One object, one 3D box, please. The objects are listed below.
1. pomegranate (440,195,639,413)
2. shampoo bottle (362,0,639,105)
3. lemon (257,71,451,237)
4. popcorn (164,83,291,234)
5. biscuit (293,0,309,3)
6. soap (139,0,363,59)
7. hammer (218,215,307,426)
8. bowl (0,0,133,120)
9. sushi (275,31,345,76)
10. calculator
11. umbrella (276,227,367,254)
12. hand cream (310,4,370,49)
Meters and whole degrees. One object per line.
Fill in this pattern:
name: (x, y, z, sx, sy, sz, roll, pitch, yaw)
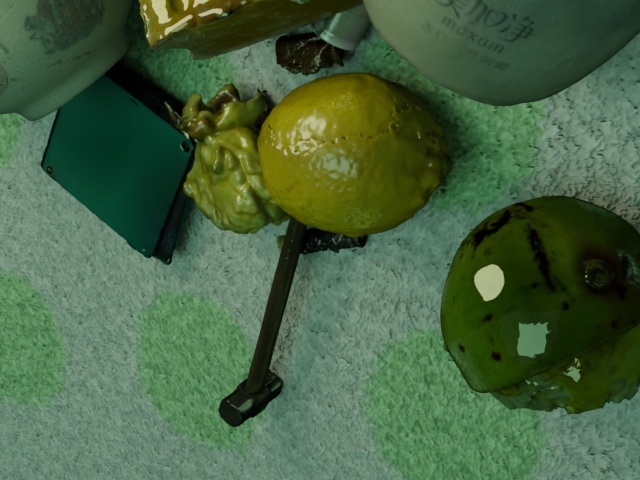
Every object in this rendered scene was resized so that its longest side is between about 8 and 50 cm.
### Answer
pomegranate: (0.250, 0.081, 1.294, 0.260, 0.260, 0.340, 64, 152, -2)
shampoo bottle: (0.201, -0.314, 1.120, 0.322, 0.322, 0.317, 43, 135, 13)
lemon: (0.039, -0.106, 1.381, 0.260, 0.204, 0.204, 8, 112, 25)
popcorn: (-0.113, -0.107, 1.504, 0.168, 0.173, 0.195, -127, 29, -63)
biscuit: (-0.041, -0.366, 1.201, 0.121, 0.040, 0.199, 18, 97, 15)
soap: (-0.094, -0.415, 1.321, 0.293, 0.156, 0.335, -16, 83, 22)
hammer: (-0.068, 0.103, 1.575, 0.043, 0.111, 0.365, 30, 124, 22)
bowl: (-0.389, -0.291, 1.512, 0.434, 0.435, 0.196, -20, 117, 37)
sushi: (-0.014, -0.244, 1.455, 0.120, 0.052, 0.055, 1, 108, 34)
calculator: (-0.293, -0.130, 1.680, 0.274, 0.058, 0.248, 35, 122, 19)
umbrella: (0.000, 0.000, 1.546, 0.143, 0.040, 0.037, -5, 116, 36)
hand cream: (0.085, -0.376, 1.333, 0.111, 0.070, 0.312, 44, 123, 27)
